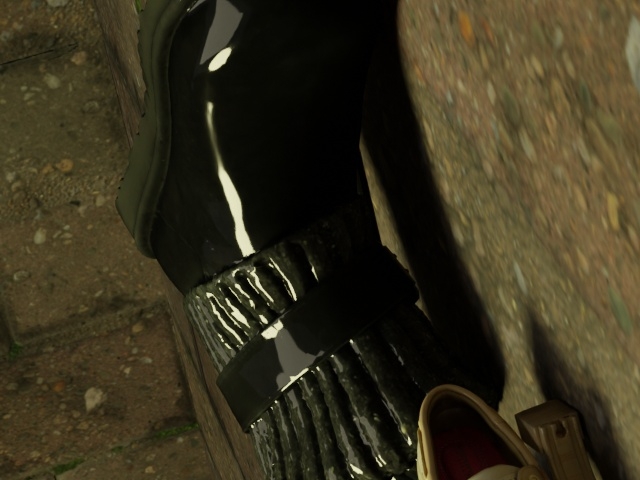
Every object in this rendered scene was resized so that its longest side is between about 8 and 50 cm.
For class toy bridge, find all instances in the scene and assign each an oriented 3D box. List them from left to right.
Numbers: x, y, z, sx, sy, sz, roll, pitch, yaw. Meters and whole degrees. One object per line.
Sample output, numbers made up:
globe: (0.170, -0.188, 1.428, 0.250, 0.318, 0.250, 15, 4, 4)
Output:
toy bridge: (0.136, 0.174, 0.938, 0.063, 0.026, 0.188, -150, 45, -74)

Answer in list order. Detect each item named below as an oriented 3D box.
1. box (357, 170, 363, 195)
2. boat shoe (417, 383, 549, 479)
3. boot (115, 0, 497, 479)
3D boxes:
box: (-0.051, -0.115, 1.359, 0.293, 0.073, 0.295, -131, 26, -69)
boat shoe: (0.082, 0.129, 0.904, 0.170, 0.063, 0.059, -125, 17, -55)
boot: (0.004, -0.001, 1.066, 0.260, 0.131, 0.348, 61, 157, 23)
